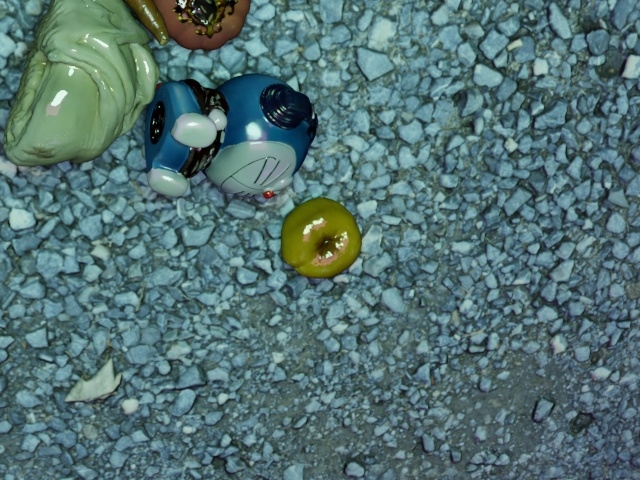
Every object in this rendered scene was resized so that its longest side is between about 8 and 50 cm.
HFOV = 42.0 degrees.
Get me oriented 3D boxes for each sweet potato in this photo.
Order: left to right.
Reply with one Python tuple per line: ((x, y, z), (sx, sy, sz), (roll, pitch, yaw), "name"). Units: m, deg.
((-0.341, -0.457, 1.463), (0.057, 0.057, 0.264), (-28, 85, -6), "sweet potato")

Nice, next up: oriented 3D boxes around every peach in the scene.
((0.000, 0.000, 1.756), (0.179, 0.103, 0.179), (-5, 107, -18), "peach")

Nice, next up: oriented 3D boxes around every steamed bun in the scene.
((-0.389, -0.272, 1.423), (0.220, 0.324, 0.309), (19, 112, -26), "steamed bun")

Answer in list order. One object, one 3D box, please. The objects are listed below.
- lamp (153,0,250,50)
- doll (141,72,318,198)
((-0.215, -0.433, 1.512), (0.182, 0.140, 0.182), (-7, 114, -17), "lamp")
((-0.160, -0.196, 1.549), (0.310, 0.284, 0.240), (5, 65, -32), "doll")
